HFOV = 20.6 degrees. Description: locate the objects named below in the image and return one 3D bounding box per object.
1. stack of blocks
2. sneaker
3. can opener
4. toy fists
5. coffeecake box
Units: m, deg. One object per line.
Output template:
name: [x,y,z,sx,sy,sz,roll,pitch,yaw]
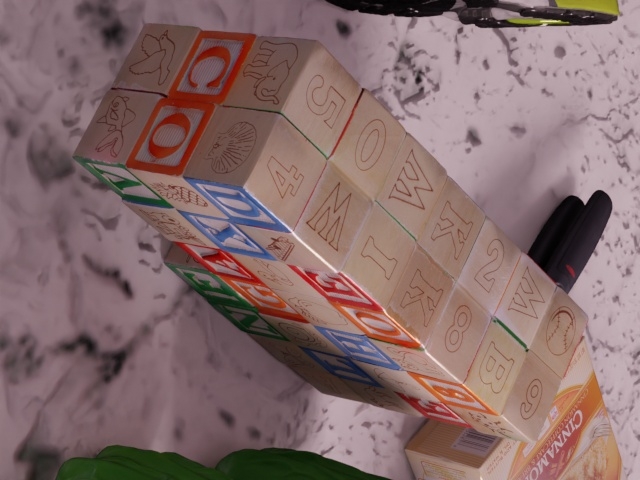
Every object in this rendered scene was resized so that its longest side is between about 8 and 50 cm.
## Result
stack of blocks: [0.000,0.000,0.981,0.297,0.171,0.087,42,67,-44]
sneaker: [0.085,-0.202,1.101,0.300,0.111,0.121,0,88,-54]
can opener: [0.158,0.024,1.246,0.186,0.059,0.073,-45,122,-34]
toy fists: [-0.039,0.173,0.999,0.279,0.142,0.096,6,103,-49]
coffeecake box: [0.150,0.177,1.266,0.142,0.068,0.185,-46,130,-33]
